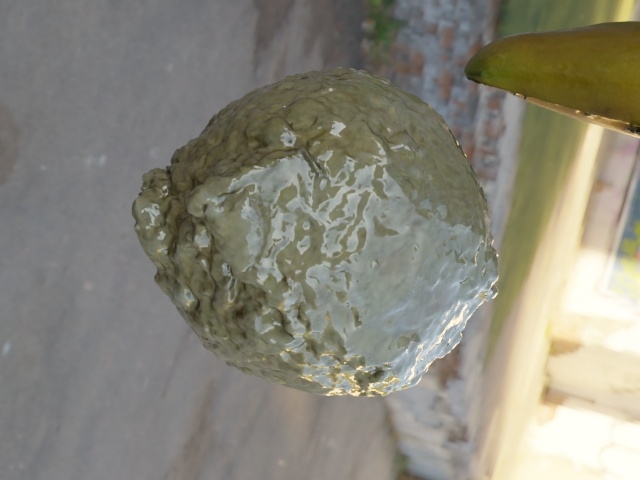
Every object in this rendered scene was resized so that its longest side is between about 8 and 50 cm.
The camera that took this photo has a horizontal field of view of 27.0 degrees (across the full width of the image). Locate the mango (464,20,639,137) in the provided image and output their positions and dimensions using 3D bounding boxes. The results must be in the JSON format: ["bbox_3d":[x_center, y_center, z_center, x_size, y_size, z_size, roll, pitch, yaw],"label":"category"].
[{"bbox_3d":[0.178,-0.096,0.766,0.101,0.187,0.066,-49,144,-66],"label":"mango"}]

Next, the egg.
[{"bbox_3d":[0.000,0.000,0.458,0.140,0.118,0.116,89,-21,-65],"label":"egg"}]
